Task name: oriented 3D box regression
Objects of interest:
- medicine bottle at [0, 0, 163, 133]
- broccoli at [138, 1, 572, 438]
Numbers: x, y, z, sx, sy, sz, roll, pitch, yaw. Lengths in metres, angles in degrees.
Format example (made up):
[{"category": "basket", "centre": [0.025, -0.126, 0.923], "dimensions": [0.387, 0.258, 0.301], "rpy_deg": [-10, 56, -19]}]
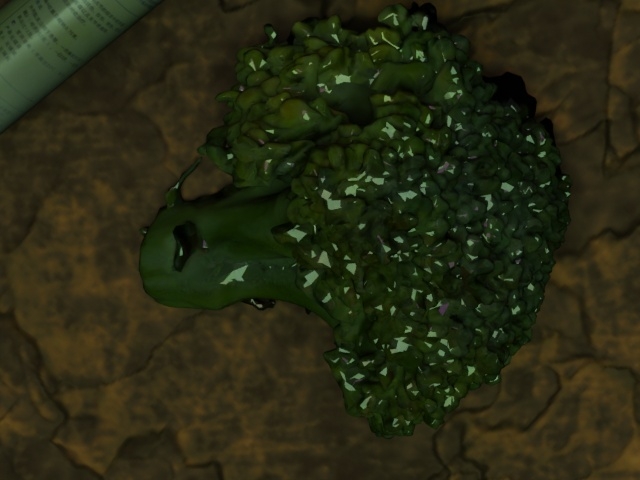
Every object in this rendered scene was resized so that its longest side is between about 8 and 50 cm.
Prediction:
[{"category": "medicine bottle", "centre": [-0.128, -0.148, 1.127], "dimensions": [0.231, 0.059, 0.059], "rpy_deg": [-37, 101, 13]}, {"category": "broccoli", "centre": [0.010, 0.001, 1.098], "dimensions": [0.273, 0.180, 0.242], "rpy_deg": [-15, 106, 8]}]
